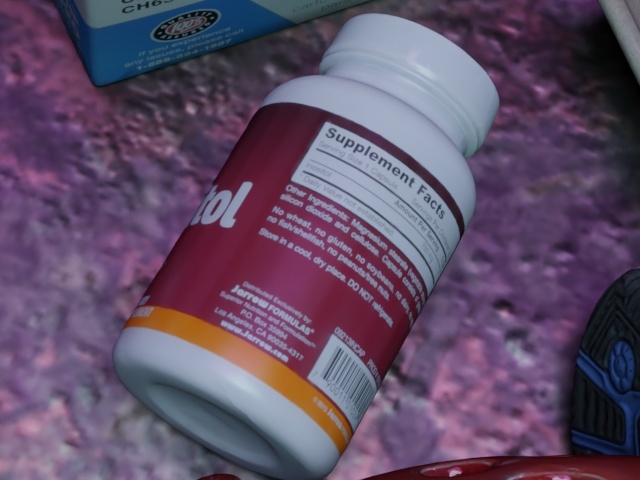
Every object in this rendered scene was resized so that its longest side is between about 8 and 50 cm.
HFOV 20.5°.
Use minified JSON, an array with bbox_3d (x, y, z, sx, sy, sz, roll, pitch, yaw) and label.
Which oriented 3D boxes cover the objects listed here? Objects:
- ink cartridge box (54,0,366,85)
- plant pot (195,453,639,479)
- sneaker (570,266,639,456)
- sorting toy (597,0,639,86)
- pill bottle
[{"bbox_3d":[-0.029,-0.193,0.596,0.171,0.232,0.168,-19,74,-12],"label":"ink cartridge box"},{"bbox_3d":[0.030,0.154,0.511,0.174,0.191,0.191,3,70,5],"label":"plant pot"},{"bbox_3d":[0.154,0.105,0.604,0.081,0.080,0.211,-16,77,-28],"label":"sneaker"},{"bbox_3d":[0.215,-0.047,0.673,0.196,0.047,0.347,-18,74,-16],"label":"sorting toy"},{"bbox_3d":[0.000,0.000,0.611,0.086,0.086,0.152,29,70,4],"label":"pill bottle"}]
